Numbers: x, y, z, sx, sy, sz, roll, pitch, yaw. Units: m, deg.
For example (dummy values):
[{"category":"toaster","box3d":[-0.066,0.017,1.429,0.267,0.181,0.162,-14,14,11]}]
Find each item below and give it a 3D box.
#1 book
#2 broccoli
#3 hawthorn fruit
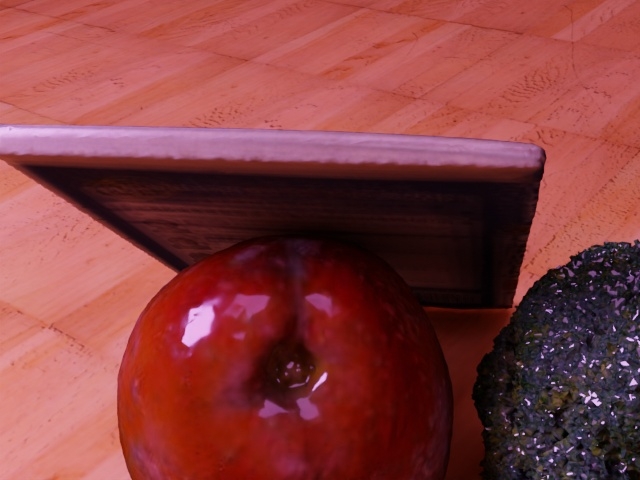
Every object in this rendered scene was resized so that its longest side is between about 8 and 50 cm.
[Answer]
[{"category":"book","box3d":[0.000,0.000,0.499,0.228,0.322,0.018,2,76,9]},{"category":"broccoli","box3d":[0.150,0.082,0.427,0.195,0.195,0.156,-27,75,-33]},{"category":"hawthorn fruit","box3d":[-0.016,0.075,0.441,0.172,0.173,0.173,-3,31,2]}]
